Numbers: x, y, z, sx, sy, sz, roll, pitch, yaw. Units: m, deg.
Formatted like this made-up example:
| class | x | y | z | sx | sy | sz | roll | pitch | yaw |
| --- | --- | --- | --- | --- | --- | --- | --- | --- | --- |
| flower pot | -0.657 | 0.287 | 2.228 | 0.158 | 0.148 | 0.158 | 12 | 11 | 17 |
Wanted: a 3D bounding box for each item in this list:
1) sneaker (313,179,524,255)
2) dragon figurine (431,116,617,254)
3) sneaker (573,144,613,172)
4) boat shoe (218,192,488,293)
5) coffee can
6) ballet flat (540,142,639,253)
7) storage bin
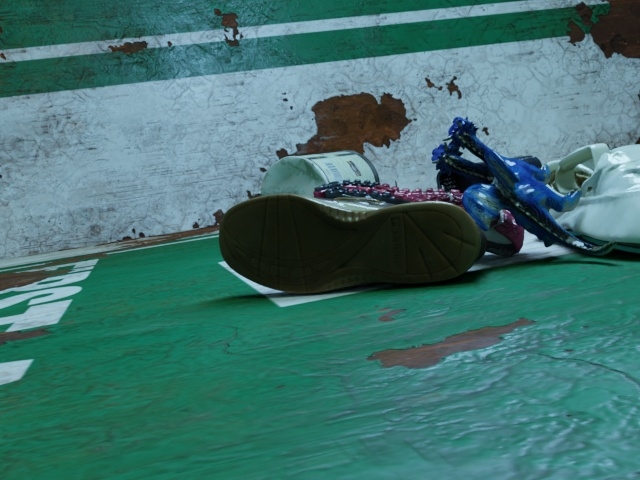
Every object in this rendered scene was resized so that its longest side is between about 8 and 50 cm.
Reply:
| class | x | y | z | sx | sy | sz | roll | pitch | yaw |
| --- | --- | --- | --- | --- | --- | --- | --- | --- | --- |
| sneaker | 0.133 | -0.016 | 1.029 | 0.299 | 0.112 | 0.121 | 9 | 18 | 26 |
| dragon figurine | 0.231 | -0.057 | 0.902 | 0.144 | 0.085 | 0.289 | 14 | 30 | -21 |
| sneaker | 0.481 | -0.099 | 1.179 | 0.148 | 0.131 | 0.350 | -12 | 4 | 6 |
| boat shoe | 0.038 | 0.002 | 0.925 | 0.342 | 0.123 | 0.123 | -2 | -1 | 24 |
| coffee can | 0.005 | -0.127 | 1.911 | 0.202 | 0.201 | 0.275 | -5 | 6 | 32 |
| ballet flat | 0.367 | -0.059 | 0.931 | 0.139 | 0.139 | 0.400 | -9 | 5 | -5 |
| storage bin | 0.322 | -0.089 | 1.391 | 0.180 | 0.122 | 0.084 | -5 | 6 | 38 |
